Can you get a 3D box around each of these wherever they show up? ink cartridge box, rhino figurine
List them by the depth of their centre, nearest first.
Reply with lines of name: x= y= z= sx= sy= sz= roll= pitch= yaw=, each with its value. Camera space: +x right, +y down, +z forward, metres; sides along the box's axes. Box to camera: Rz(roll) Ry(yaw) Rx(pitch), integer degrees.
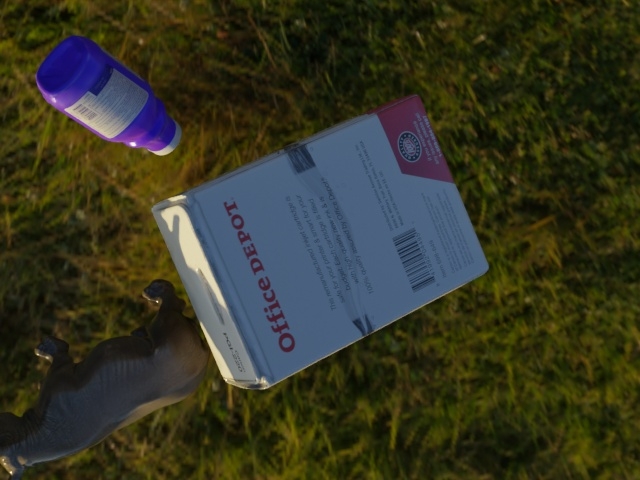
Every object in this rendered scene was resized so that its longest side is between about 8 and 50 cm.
ink cartridge box: x=0.000 y=0.000 z=0.943 sx=0.218 sy=0.092 sz=0.158 roll=-25 pitch=97 yaw=-25
rhino figurine: x=-0.200 y=0.129 z=0.984 sx=0.243 sy=0.106 sz=0.073 roll=-30 pitch=132 yaw=-17

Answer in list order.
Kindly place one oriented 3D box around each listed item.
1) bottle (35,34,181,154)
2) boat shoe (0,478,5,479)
bottle: x=-0.327 y=-0.220 z=1.922 sx=0.118 sy=0.092 sz=0.283 roll=-47 pitch=147 yaw=7
boat shoe: x=-0.299 y=0.396 z=1.113 sx=0.123 sy=0.123 sz=0.341 roll=-10 pitch=91 yaw=30
